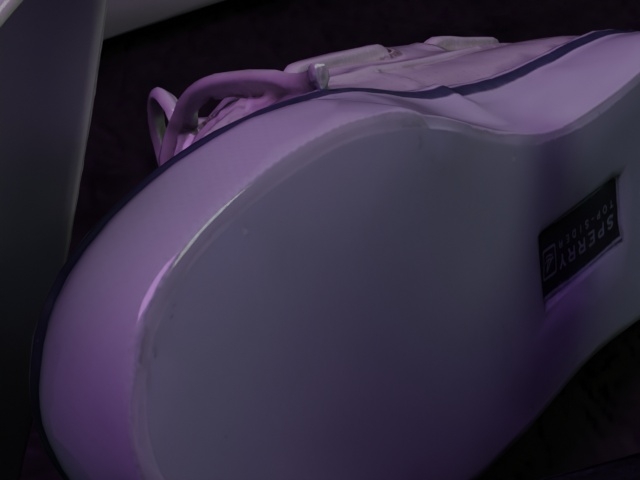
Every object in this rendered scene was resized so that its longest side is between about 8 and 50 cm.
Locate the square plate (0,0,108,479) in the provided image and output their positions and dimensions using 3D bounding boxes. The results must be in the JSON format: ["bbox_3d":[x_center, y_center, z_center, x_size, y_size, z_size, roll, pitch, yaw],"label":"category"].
[{"bbox_3d":[-0.176,0.116,0.469,0.049,0.344,0.347,32,57,6],"label":"square plate"}]

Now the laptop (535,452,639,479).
[{"bbox_3d":[0.107,0.181,0.459,0.136,0.264,0.234,-39,45,16],"label":"laptop"}]

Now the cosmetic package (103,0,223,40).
[{"bbox_3d":[-0.181,-0.189,0.881,0.385,0.156,0.217,-21,45,-8],"label":"cosmetic package"}]

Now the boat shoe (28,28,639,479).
[{"bbox_3d":[0.000,-0.009,0.633,0.156,0.135,0.367,7,22,32],"label":"boat shoe"}]
